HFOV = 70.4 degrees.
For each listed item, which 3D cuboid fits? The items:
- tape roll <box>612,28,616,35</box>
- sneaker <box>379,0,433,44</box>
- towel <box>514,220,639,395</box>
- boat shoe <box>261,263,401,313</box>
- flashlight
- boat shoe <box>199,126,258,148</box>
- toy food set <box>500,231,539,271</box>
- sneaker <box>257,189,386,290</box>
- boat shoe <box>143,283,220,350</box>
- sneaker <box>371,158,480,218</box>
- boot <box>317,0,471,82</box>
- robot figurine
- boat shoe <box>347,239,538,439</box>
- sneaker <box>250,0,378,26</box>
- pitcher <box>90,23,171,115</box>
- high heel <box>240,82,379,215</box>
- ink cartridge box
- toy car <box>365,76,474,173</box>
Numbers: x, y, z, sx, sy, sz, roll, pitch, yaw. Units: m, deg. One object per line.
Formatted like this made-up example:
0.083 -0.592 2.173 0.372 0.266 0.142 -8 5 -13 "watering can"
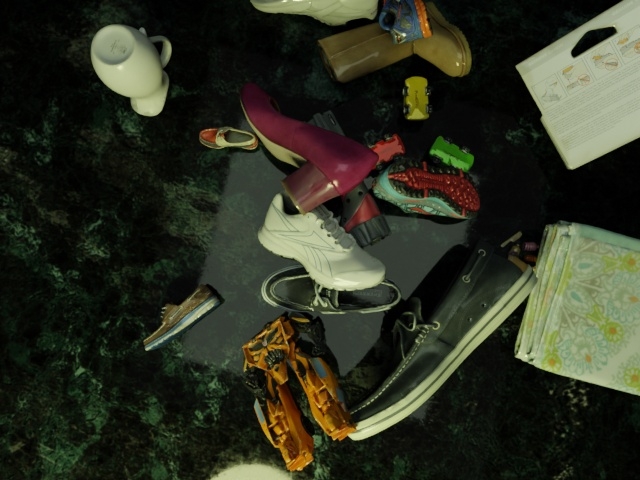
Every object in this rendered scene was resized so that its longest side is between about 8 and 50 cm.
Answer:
0.810 -0.429 1.005 0.286 0.100 0.286 0 87 0 "tape roll"
0.158 -0.486 0.949 0.087 0.083 0.221 -22 48 9 "sneaker"
0.628 0.150 0.969 0.374 0.090 0.321 15 89 -1 "towel"
0.021 0.109 0.967 0.301 0.102 0.108 6 86 0 "boat shoe"
0.042 -0.124 0.991 0.103 0.103 0.304 -23 81 -39 "flashlight"
-0.209 -0.232 1.022 0.136 0.043 0.049 8 88 2 "boat shoe"
0.462 0.044 1.012 0.078 0.019 0.122 -35 87 -2 "toy food set"
0.000 0.000 0.918 0.297 0.111 0.129 26 123 19 "sneaker"
-0.311 0.166 0.989 0.183 0.066 0.066 -36 82 -12 "boat shoe"
0.228 -0.107 0.985 0.261 0.125 0.104 15 76 -24 "sneaker"
0.156 -0.400 0.992 0.269 0.089 0.236 -21 55 -3 "boot"
-0.058 0.280 0.906 0.211 0.085 0.291 -39 55 7 "robot figurine"
0.219 0.195 0.928 0.500 0.187 0.156 -44 79 -5 "boat shoe"
-0.016 -0.529 1.009 0.305 0.152 0.114 10 75 25 "sneaker"
-0.380 -0.380 0.952 0.125 0.207 0.178 18 85 1 "pitcher"
-0.035 -0.231 0.938 0.181 0.127 0.377 -32 65 6 "high heel"
0.612 -0.335 0.954 0.296 0.066 0.261 -28 87 25 "ink cartridge box"
0.233 -0.216 1.015 0.225 0.053 0.239 32 87 2 "toy car"
